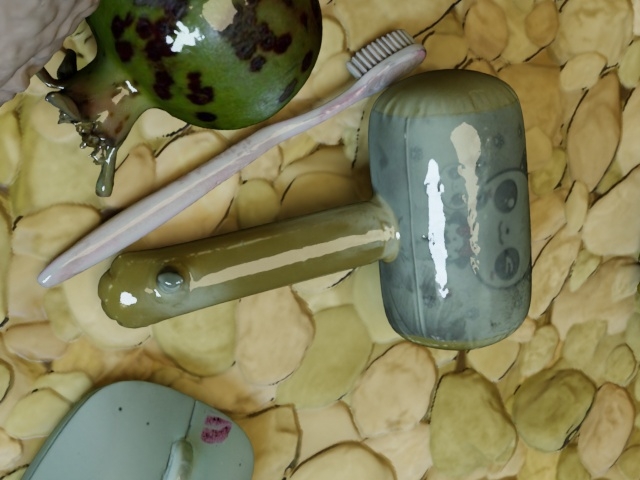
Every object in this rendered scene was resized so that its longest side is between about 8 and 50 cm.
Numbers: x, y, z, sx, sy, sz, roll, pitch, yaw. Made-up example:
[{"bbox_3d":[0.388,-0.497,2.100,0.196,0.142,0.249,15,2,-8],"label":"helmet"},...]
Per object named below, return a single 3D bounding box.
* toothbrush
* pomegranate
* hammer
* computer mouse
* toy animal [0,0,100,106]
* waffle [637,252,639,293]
[{"bbox_3d":[-0.057,-0.059,0.664,0.307,0.030,0.025,-34,157,-13],"label":"toothbrush"},{"bbox_3d":[-0.086,-0.125,0.574,0.169,0.148,0.149,-23,115,0],"label":"pomegranate"},{"bbox_3d":[0.000,0.000,0.676,0.305,0.113,0.202,-12,107,-15],"label":"hammer"},{"bbox_3d":[-0.151,0.238,0.661,0.159,0.097,0.288,32,89,-28],"label":"computer mouse"},{"bbox_3d":[-0.190,-0.198,0.452,0.226,0.188,0.359,-2,105,0],"label":"toy animal"},{"bbox_3d":[0.337,0.039,0.795,0.070,0.193,0.197,-2,105,-23],"label":"waffle"}]
